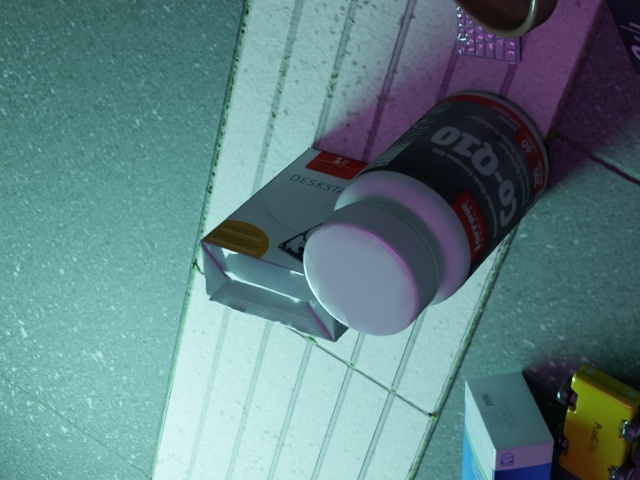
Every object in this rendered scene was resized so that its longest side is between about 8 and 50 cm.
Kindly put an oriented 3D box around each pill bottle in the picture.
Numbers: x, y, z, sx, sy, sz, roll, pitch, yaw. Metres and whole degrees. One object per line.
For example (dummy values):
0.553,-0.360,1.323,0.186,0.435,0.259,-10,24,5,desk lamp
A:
0.115,-0.030,1.553,0.161,0.283,0.161,20,131,25,pill bottle

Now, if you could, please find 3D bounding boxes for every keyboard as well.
0.171,-0.302,1.505,0.072,0.014,0.256,15,129,29,keyboard

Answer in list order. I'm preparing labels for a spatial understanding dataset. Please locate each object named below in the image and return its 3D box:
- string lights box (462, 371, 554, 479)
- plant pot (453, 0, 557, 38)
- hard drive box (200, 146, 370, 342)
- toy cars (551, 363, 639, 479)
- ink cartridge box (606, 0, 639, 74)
0.228,0.307,1.817,0.076,0.133,0.260,-8,126,-8,string lights box
0.176,-0.322,1.377,0.237,0.109,0.237,55,166,21,plant pot
0.000,0.000,1.702,0.181,0.232,0.089,17,129,27,hard drive box
0.393,0.290,1.723,0.176,0.087,0.394,-9,119,55,toy cars
0.325,-0.217,1.296,0.165,0.065,0.333,35,164,52,ink cartridge box
